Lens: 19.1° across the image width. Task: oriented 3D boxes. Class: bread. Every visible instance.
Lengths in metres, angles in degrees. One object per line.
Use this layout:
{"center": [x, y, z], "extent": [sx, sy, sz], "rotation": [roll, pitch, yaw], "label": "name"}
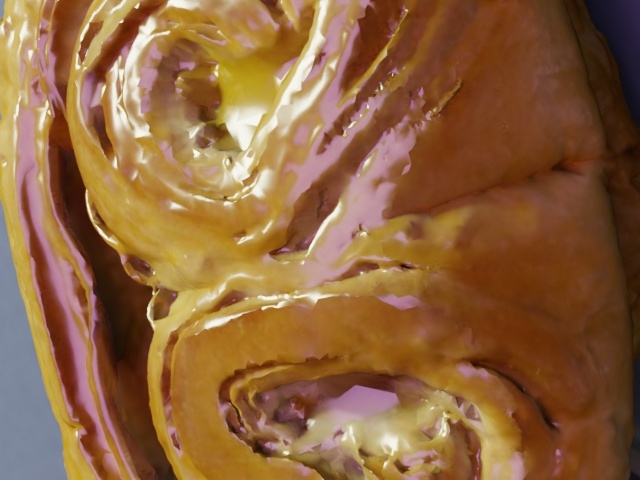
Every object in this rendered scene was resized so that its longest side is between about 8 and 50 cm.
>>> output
{"center": [-0.002, 0.001, 0.562], "extent": [0.198, 0.120, 0.236], "rotation": [-9, 95, 35], "label": "bread"}
